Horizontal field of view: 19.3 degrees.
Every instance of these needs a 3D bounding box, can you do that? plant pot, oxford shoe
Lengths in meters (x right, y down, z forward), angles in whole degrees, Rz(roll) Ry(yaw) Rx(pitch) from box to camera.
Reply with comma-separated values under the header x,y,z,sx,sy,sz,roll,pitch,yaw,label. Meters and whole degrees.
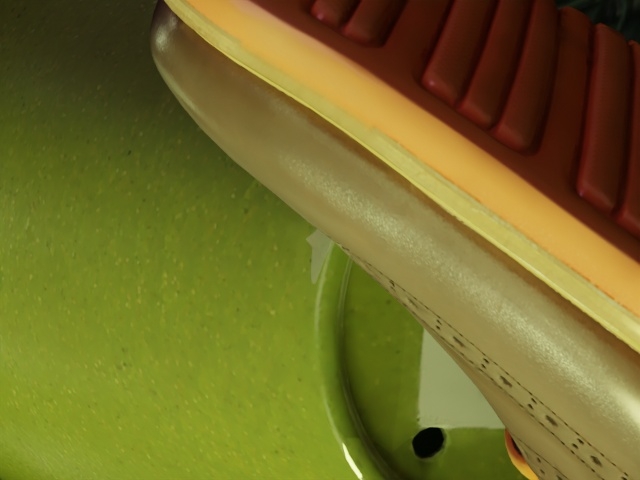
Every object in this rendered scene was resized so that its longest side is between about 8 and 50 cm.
x,y,z,sx,sy,sz,roll,pitch,yaw,label
0.000,0.000,0.639,0.275,0.274,0.293,-65,24,-3,plant pot
0.089,0.060,0.450,0.133,0.363,0.130,-49,4,27,oxford shoe
